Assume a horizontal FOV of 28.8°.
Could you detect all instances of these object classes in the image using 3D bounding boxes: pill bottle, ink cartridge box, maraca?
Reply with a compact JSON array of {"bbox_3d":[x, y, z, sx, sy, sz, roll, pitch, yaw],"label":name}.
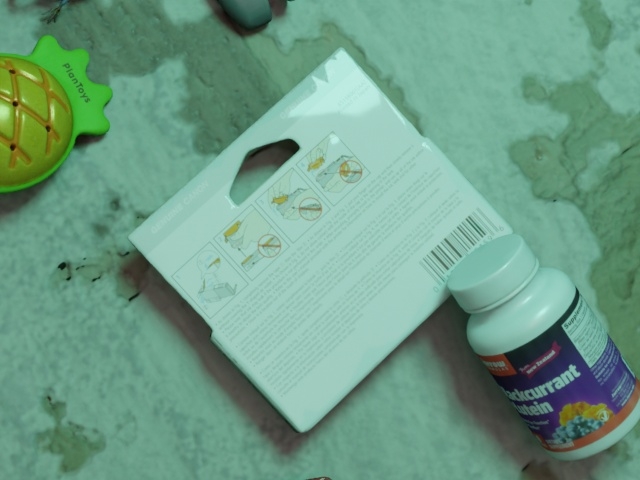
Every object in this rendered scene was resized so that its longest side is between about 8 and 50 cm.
[{"bbox_3d":[0.199,0.093,1.118,0.108,0.108,0.193,-39,104,-9],"label":"pill bottle"},{"bbox_3d":[0.000,0.000,1.154,0.275,0.060,0.239,-42,89,-9],"label":"ink cartridge box"},{"bbox_3d":[-0.272,-0.115,1.122,0.185,0.099,0.127,-35,97,-34],"label":"maraca"}]

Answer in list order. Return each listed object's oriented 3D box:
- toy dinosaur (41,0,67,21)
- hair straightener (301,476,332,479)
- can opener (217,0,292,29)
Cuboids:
[{"bbox_3d":[-0.240,-0.249,1.156,0.082,0.090,0.047,-13,66,-38],"label":"toy dinosaur"},{"bbox_3d":[-0.094,0.260,1.098,0.230,0.089,0.047,-4,120,-7],"label":"hair straightener"},{"bbox_3d":[-0.098,-0.341,1.176,0.093,0.074,0.280,-24,86,-8],"label":"can opener"}]
